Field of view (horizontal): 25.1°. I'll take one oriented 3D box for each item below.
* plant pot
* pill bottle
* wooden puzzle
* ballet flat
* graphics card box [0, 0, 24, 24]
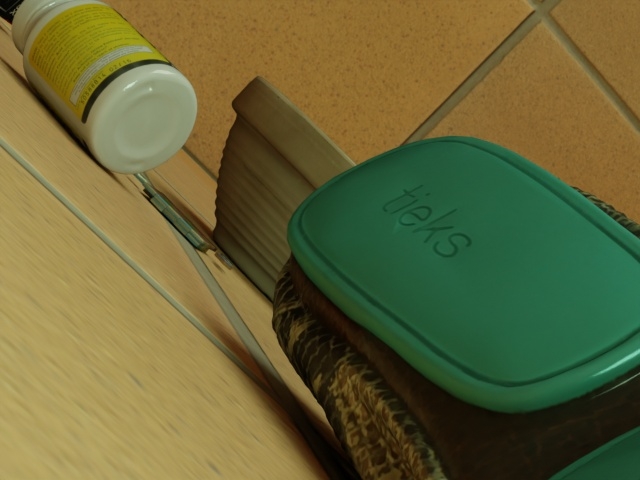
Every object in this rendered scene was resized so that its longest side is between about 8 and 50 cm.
[{"bbox_3d":[0.000,0.000,1.057,0.237,0.110,0.237,44,1,-1],"label":"plant pot"},{"bbox_3d":[-0.122,-0.092,0.784,0.116,0.065,0.065,44,0,37],"label":"pill bottle"},{"bbox_3d":[-0.083,-0.012,0.854,0.083,0.006,0.049,45,0,9],"label":"wooden puzzle"},{"bbox_3d":[0.105,0.088,0.399,0.182,0.164,0.483,66,-8,-16],"label":"ballet flat"},{"bbox_3d":[-0.287,-0.275,0.894,0.233,0.094,0.371,46,2,6],"label":"graphics card box"}]
